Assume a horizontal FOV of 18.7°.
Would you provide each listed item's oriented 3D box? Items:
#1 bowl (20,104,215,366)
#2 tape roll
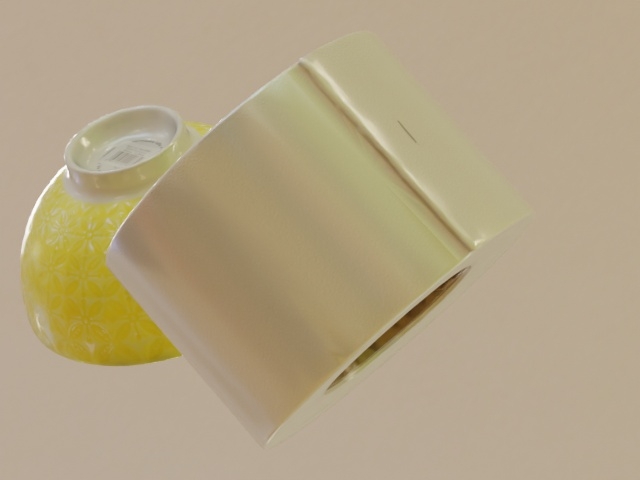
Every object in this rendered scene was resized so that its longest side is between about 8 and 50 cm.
[{"bbox_3d":[-0.160,-0.032,1.813,0.289,0.289,0.156,-1,-54,24],"label":"bowl"},{"bbox_3d":[0.000,0.000,1.307,0.169,0.246,0.246,48,-52,9],"label":"tape roll"}]
